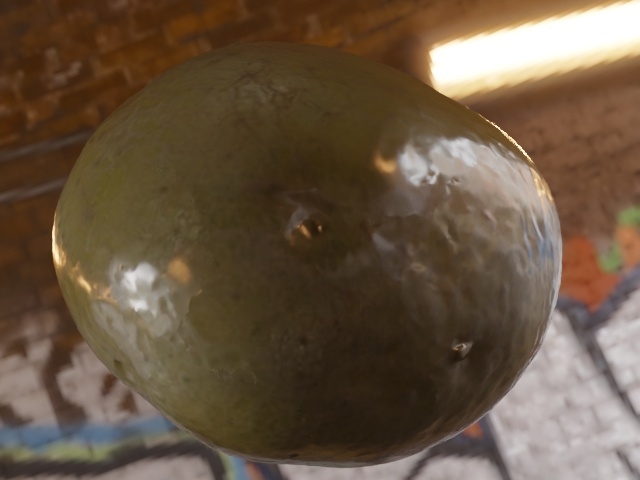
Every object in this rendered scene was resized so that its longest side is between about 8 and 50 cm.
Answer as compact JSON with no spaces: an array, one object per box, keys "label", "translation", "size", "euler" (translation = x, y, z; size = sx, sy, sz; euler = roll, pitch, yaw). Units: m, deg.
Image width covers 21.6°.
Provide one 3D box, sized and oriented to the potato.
[{"label":"potato","translation":[0.000,0.000,0.643],"size":[0.160,0.178,0.235],"euler":[-43,4,21]}]
